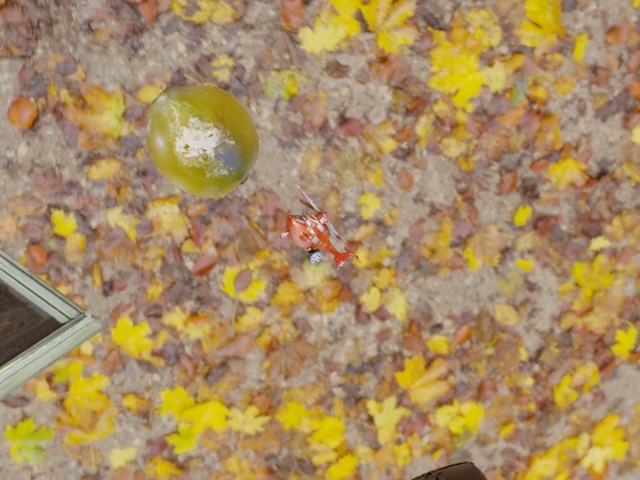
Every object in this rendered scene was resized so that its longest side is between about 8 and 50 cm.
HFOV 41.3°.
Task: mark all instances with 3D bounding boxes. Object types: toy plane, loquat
[{"bbox_3d":[-0.005,-0.005,1.345,0.077,0.194,0.126,-45,76,2],"label":"toy plane"},{"bbox_3d":[-0.169,-0.144,1.198,0.152,0.152,0.195,-44,129,4],"label":"loquat"}]

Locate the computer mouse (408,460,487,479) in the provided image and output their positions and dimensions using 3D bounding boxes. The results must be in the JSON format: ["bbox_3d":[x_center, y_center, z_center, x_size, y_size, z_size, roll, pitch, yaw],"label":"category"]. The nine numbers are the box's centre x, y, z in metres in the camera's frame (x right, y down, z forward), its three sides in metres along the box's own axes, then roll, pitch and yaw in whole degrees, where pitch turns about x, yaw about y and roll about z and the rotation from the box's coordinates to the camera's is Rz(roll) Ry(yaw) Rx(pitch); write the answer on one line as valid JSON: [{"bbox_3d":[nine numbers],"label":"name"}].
[{"bbox_3d":[0.043,0.257,0.602,0.077,0.146,0.242,35,73,-12],"label":"computer mouse"}]

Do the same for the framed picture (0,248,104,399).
[{"bbox_3d":[-0.339,0.062,0.623,0.232,0.296,0.019,32,124,12],"label":"framed picture"}]
